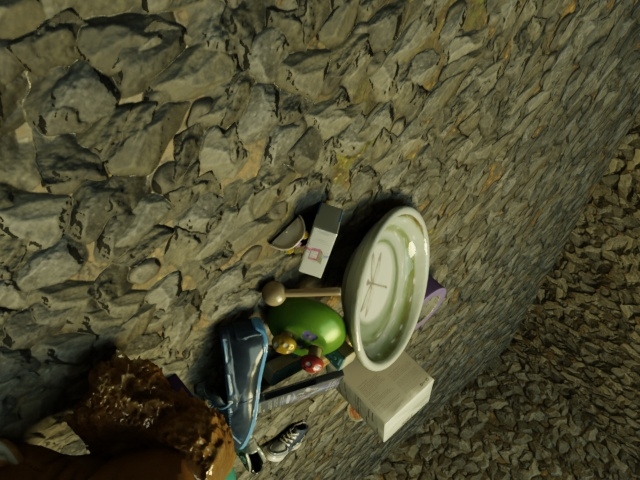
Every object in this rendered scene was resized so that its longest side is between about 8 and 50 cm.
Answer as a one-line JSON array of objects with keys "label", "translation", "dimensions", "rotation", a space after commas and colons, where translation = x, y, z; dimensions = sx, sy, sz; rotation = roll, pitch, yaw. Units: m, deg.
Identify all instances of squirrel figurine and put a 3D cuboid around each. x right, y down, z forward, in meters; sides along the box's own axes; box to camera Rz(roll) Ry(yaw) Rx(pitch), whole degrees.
[{"label": "squirrel figurine", "translation": [-0.361, 0.397, 1.029], "dimensions": [0.281, 0.370, 0.397], "rotation": [70, 38, -60]}]

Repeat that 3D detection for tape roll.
[{"label": "tape roll", "translation": [0.308, 0.199, 1.958], "dimensions": [0.189, 0.080, 0.189], "rotation": [-34, 150, -23]}]

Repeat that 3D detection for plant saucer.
[{"label": "plant saucer", "translation": [0.144, 0.108, 1.483], "dimensions": [0.400, 0.100, 0.401], "rotation": [-27, 122, -53]}]

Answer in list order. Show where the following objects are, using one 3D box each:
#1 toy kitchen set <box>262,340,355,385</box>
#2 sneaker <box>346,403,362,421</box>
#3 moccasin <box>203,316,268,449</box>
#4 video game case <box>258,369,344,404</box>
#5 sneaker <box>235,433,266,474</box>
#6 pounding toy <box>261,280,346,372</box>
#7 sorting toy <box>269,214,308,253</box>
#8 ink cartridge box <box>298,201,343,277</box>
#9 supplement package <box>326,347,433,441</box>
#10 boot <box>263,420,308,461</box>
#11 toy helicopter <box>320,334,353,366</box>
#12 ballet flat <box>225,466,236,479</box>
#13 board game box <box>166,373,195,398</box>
[{"label": "toy kitchen set", "translation": [-0.027, 0.303, 1.518], "dimensions": [0.122, 0.166, 0.207], "rotation": [-20, 142, -42]}, {"label": "sneaker", "translation": [0.220, 0.554, 2.292], "dimensions": [0.121, 0.108, 0.302], "rotation": [-7, 141, -53]}, {"label": "moccasin", "translation": [-0.201, 0.312, 1.347], "dimensions": [0.116, 0.138, 0.342], "rotation": [1, 113, -22]}, {"label": "video game case", "translation": [-0.081, 0.394, 1.564], "dimensions": [0.274, 0.026, 0.196], "rotation": [-16, 160, -11]}, {"label": "sneaker", "translation": [-0.205, 0.572, 1.638], "dimensions": [0.086, 0.132, 0.229], "rotation": [-28, 158, -24]}, {"label": "pounding toy", "translation": [-0.043, 0.202, 1.318], "dimensions": [0.237, 0.182, 0.110], "rotation": [85, 17, -46]}, {"label": "sorting toy", "translation": [-0.054, -0.002, 1.219], "dimensions": [0.083, 0.045, 0.075], "rotation": [-45, 172, -4]}, {"label": "ink cartridge box", "translation": [0.000, 0.000, 1.232], "dimensions": [0.088, 0.052, 0.122], "rotation": [-74, -176, -51]}, {"label": "supplement package", "translation": [0.176, 0.427, 1.871], "dimensions": [0.199, 0.262, 0.198], "rotation": [-37, 152, -18]}, {"label": "boot", "translation": [-0.110, 0.642, 1.983], "dimensions": [0.086, 0.069, 0.190], "rotation": [-63, 158, 15]}, {"label": "toy helicopter", "translation": [0.106, 0.265, 1.748], "dimensions": [0.355, 0.140, 0.235], "rotation": [-34, 161, -2]}, {"label": "ballet flat", "translation": [-0.348, 0.552, 1.435], "dimensions": [0.182, 0.164, 0.483], "rotation": [-19, 152, 2]}, {"label": "board game box", "translation": [-0.298, 0.366, 1.208], "dimensions": [0.141, 0.170, 0.048], "rotation": [-30, 147, -32]}]
